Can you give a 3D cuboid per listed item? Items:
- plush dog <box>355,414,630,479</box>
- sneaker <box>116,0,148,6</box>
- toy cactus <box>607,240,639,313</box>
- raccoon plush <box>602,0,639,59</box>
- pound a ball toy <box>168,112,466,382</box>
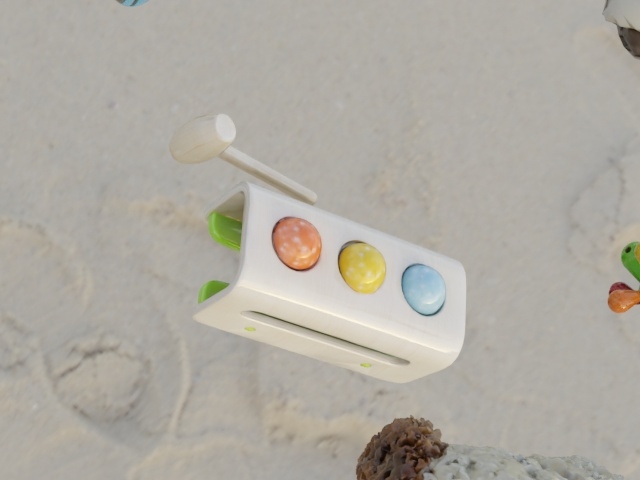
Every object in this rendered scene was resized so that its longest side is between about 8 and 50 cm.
[{"bbox_3d":[0.135,0.200,0.887,0.262,0.210,0.225,48,15,33],"label":"plush dog"},{"bbox_3d":[-0.227,-0.467,1.799,0.139,0.341,0.125,17,11,18],"label":"sneaker"},{"bbox_3d":[0.332,0.102,1.286,0.112,0.180,0.219,-31,51,-22],"label":"toy cactus"},{"bbox_3d":[0.189,-0.260,0.418,0.299,0.446,0.216,33,35,4],"label":"raccoon plush"},{"bbox_3d":[0.000,0.000,1.484,0.319,0.135,0.208,21,59,-29],"label":"pound a ball toy"}]
